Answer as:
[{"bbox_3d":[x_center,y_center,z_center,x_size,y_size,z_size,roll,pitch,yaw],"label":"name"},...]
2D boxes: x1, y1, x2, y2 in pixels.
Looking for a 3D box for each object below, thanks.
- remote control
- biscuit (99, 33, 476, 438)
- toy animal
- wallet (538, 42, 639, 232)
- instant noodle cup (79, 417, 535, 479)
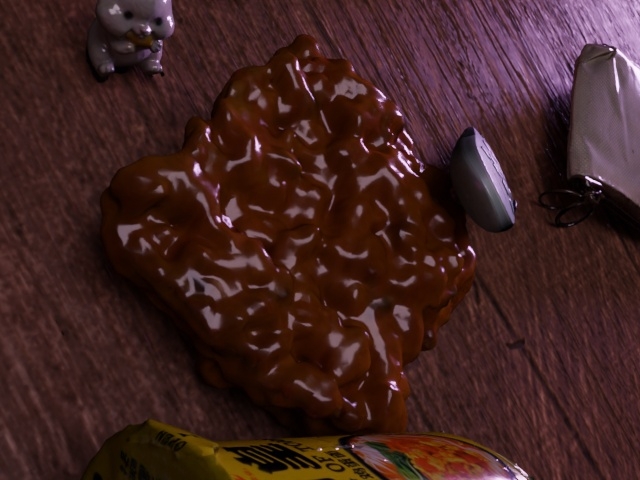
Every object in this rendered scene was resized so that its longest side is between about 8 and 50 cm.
[{"bbox_3d":[0.162,-0.064,0.741,0.097,0.045,0.256,64,18,-6],"label":"remote control"},{"bbox_3d":[0.000,0.000,0.657,0.318,0.110,0.312,45,55,-9],"label":"biscuit"},{"bbox_3d":[-0.156,-0.194,0.625,0.071,0.124,0.085,8,67,-23],"label":"toy animal"},{"bbox_3d":[0.421,-0.114,0.976,0.335,0.068,0.275,21,67,-30],"label":"wallet"},{"bbox_3d":[0.011,0.263,0.461,0.254,0.325,0.325,1,72,-39],"label":"instant noodle cup"}]
